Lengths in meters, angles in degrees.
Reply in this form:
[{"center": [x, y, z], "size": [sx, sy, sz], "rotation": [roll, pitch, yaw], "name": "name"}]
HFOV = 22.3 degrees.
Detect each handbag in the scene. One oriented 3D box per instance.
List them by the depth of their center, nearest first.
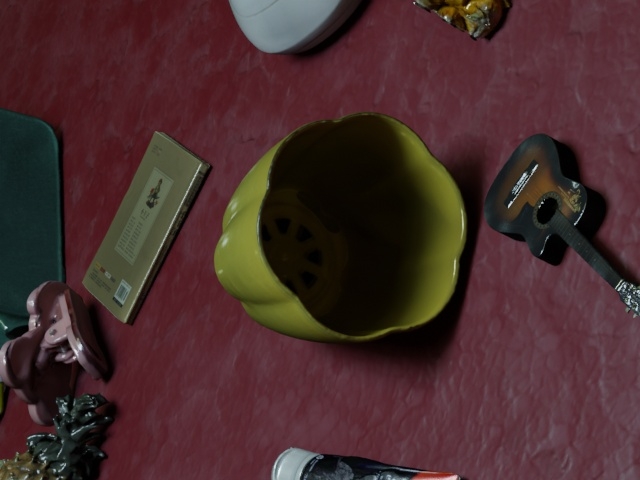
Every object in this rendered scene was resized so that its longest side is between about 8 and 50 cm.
[{"center": [-0.433, -0.033, 1.962], "size": [0.089, 0.238, 0.326], "rotation": [-44, 39, 37], "name": "handbag"}]

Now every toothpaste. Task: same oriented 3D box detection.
[{"center": [0.038, 0.207, 1.338], "size": [0.193, 0.045, 0.071], "rotation": [9, 78, 50], "name": "toothpaste"}]

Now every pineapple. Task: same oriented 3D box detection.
[{"center": [0.076, -0.273, 1.494], "size": [0.079, 0.135, 0.233], "rotation": [-57, 33, 13], "name": "pineapple"}, {"center": [-0.288, 0.244, 1.721], "size": [0.108, 0.108, 0.198], "rotation": [15, 72, 56], "name": "pineapple"}]

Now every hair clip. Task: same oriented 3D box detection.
[{"center": [-0.301, 0.118, 1.805], "size": [0.102, 0.123, 0.138], "rotation": [-29, 46, 2], "name": "hair clip"}]

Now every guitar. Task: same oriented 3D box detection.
[{"center": [0.200, -0.002, 1.254], "size": [0.088, 0.025, 0.233], "rotation": [-56, 36, 14], "name": "guitar"}]

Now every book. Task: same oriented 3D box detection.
[{"center": [-0.198, -0.016, 1.821], "size": [0.199, 0.016, 0.138], "rotation": [-63, 33, 5], "name": "book"}]

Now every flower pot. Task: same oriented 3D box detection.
[{"center": [0.000, 0.000, 1.398], "size": [0.179, 0.195, 0.195], "rotation": [-18, 55, 62], "name": "flower pot"}]

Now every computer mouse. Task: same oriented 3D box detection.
[{"center": [-0.035, -0.332, 1.700], "size": [0.184, 0.121, 0.297], "rotation": [-32, 47, 42], "name": "computer mouse"}]

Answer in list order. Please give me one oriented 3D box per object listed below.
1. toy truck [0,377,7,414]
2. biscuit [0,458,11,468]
[{"center": [-0.429, 0.193, 1.972], "size": [0.111, 0.076, 0.077], "rotation": [-11, 81, 52], "name": "toy truck"}, {"center": [-0.426, 0.322, 1.817], "size": [0.199, 0.041, 0.121], "rotation": [-21, 39, 5], "name": "biscuit"}]
